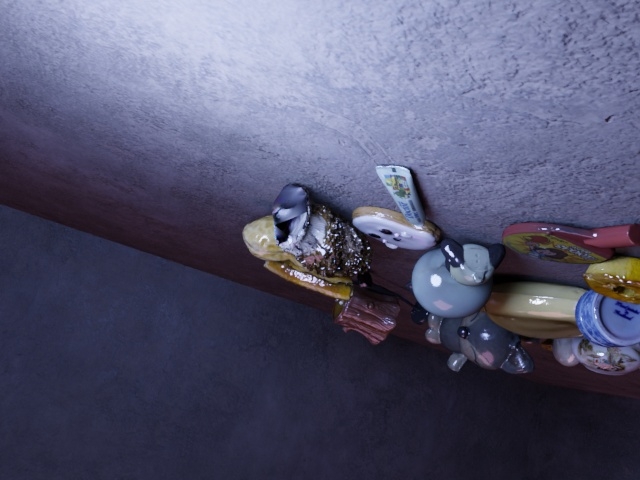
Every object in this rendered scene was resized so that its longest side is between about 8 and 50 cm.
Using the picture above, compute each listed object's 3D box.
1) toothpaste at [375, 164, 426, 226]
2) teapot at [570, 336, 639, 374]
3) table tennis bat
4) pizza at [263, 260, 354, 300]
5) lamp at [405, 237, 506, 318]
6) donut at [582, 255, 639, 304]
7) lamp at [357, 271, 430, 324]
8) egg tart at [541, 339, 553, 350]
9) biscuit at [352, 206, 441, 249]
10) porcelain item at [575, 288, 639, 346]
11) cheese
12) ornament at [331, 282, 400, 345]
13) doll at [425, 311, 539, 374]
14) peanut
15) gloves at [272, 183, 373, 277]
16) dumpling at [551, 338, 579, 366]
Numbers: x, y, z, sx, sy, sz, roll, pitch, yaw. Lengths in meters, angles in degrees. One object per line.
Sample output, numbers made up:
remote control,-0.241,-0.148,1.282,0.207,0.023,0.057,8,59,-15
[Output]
toothpaste,0.171,-0.084,1.123,0.067,0.037,0.255,10,162,25
teapot,0.886,0.322,1.718,0.298,0.139,0.204,5,-170,31
table tennis bat,0.486,0.001,1.097,0.200,0.038,0.310,19,170,-16
pizza,-0.042,0.076,1.638,0.251,0.074,0.288,15,-163,-15
lamp,0.324,0.086,1.349,0.197,0.198,0.244,17,150,-2
donut,0.638,0.081,1.176,0.162,0.066,0.178,14,169,31
lamp,0.283,0.184,2.036,0.108,0.130,0.371,-22,131,34
egg tart,0.917,0.406,2.192,0.130,0.052,0.130,14,168,3
biscuit,0.172,-0.023,1.340,0.208,0.049,0.181,16,166,-5
porcelain item,0.682,0.175,1.319,0.147,0.147,0.114,16,169,3
cheese,0.583,0.184,1.545,0.315,0.128,0.259,1,153,31
ornament,0.173,0.289,2.291,0.217,0.221,0.235,23,-168,-13
doll,0.595,0.301,1.925,0.378,0.252,0.382,-13,-171,-34
peanut,-0.057,0.006,1.517,0.305,0.147,0.147,16,167,-1
gloves,0.004,-0.007,1.330,0.312,0.135,0.210,35,-163,-38
dumpling,0.870,0.367,2.007,0.111,0.181,0.155,-15,-141,-30
